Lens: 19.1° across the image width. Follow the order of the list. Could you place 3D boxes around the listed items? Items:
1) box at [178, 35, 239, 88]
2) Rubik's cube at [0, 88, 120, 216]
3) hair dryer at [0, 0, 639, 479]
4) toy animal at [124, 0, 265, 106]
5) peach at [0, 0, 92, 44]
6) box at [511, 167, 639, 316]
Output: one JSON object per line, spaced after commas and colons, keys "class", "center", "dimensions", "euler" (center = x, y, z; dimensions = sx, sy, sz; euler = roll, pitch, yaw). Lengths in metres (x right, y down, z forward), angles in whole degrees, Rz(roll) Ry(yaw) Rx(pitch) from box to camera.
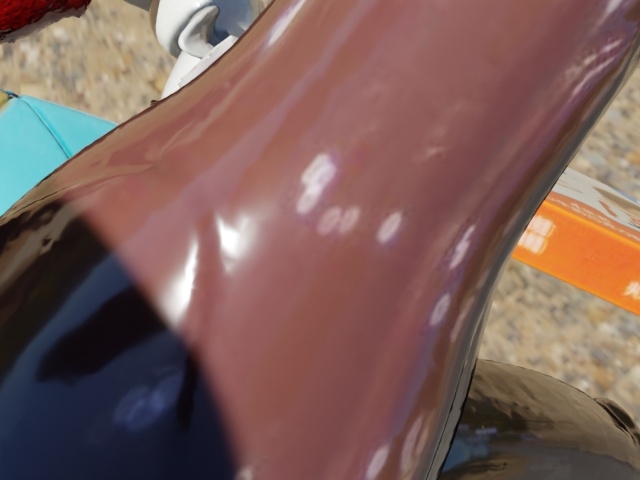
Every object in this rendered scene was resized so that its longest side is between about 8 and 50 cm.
{"class": "box", "center": [0.000, 0.000, 0.898], "dimensions": [0.039, 0.218, 0.055], "euler": [-39, 151, 23]}
{"class": "Rubik's cube", "center": [-0.170, -0.019, 1.151], "dimensions": [0.254, 0.254, 0.254], "euler": [-2, 106, -9]}
{"class": "hair dryer", "center": [0.054, 0.023, 0.500], "dimensions": [0.312, 0.123, 0.340], "euler": [-51, 149, 20]}
{"class": "toy animal", "center": [-0.089, -0.138, 1.241], "dimensions": [0.127, 0.181, 0.131], "euler": [-16, 142, -34]}
{"class": "peach", "center": [-0.218, -0.205, 1.155], "dimensions": [0.197, 0.197, 0.197], "euler": [-2, 106, -9]}
{"class": "box", "center": [0.147, -0.022, 1.266], "dimensions": [0.273, 0.265, 0.048], "euler": [23, 100, -9]}
